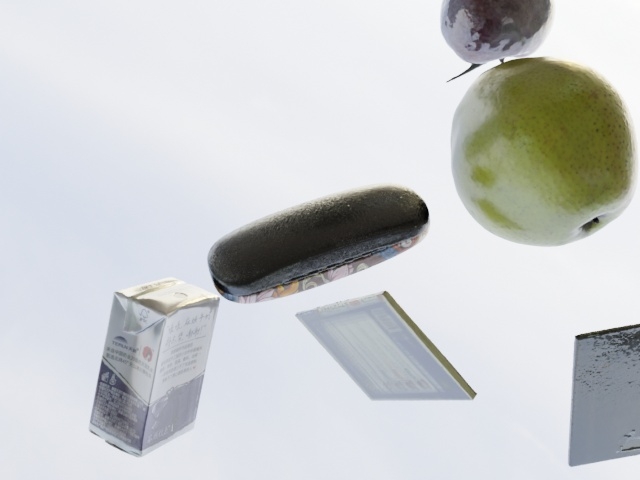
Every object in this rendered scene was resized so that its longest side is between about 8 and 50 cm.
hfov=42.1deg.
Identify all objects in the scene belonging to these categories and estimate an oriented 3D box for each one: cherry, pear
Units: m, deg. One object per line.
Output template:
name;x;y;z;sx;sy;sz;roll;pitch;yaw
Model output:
cherry;0.315;-0.415;1.487;0.213;0.266;0.183;-17;-146;-33
pear;0.331;-0.128;1.245;0.294;0.294;0.294;7;-122;-11

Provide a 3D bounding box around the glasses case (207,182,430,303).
glasses case;0.000;0.000;1.165;0.321;0.082;0.122;-19;-142;-12

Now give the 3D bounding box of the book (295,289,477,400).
book;0.098;0.186;1.395;0.228;0.322;0.018;49;-116;-11

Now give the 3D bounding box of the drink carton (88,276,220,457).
drink carton;-0.233;0.174;1.184;0.102;0.222;0.134;21;-164;25

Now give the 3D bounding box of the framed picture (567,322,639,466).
framed picture;0.546;0.260;1.420;0.244;0.323;0.013;-10;-144;-1
